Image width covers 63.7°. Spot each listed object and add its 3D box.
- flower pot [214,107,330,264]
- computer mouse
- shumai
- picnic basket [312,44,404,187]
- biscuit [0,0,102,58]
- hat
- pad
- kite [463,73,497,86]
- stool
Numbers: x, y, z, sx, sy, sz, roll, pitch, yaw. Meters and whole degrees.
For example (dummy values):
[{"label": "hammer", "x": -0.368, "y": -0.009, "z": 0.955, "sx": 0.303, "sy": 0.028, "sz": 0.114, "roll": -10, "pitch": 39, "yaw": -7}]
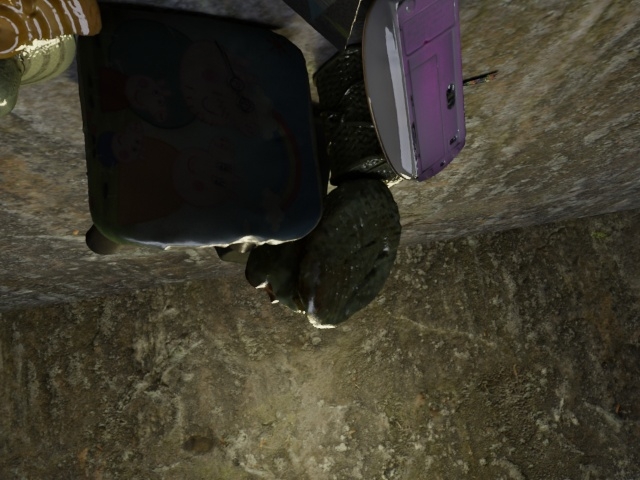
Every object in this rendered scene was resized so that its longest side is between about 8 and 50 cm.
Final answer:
[{"label": "flower pot", "x": -0.126, "y": -0.090, "z": 1.075, "sx": 0.379, "sy": 0.251, "sz": 0.379, "roll": -8, "pitch": 169, "yaw": -2}, {"label": "computer mouse", "x": 0.138, "y": -0.227, "z": 0.723, "sx": 0.158, "sy": 0.072, "sz": 0.310, "roll": -38, "pitch": 136, "yaw": -20}, {"label": "shumai", "x": 0.000, "y": 0.000, "z": 0.897, "sx": 0.203, "sy": 0.272, "sz": 0.222, "roll": 30, "pitch": 164, "yaw": 43}, {"label": "picnic basket", "x": 0.077, "y": -0.199, "z": 0.864, "sx": 0.154, "sy": 0.196, "sz": 0.134, "roll": -2, "pitch": 168, "yaw": -36}, {"label": "biscuit", "x": -0.349, "y": -0.254, "z": 0.524, "sx": 0.224, "sy": 0.033, "sz": 0.144, "roll": -16, "pitch": 145, "yaw": -19}, {"label": "hat", "x": -0.433, "y": -0.206, "z": 0.631, "sx": 0.252, "sy": 0.110, "sz": 0.252, "roll": -10, "pitch": 168, "yaw": -2}, {"label": "pad", "x": -0.008, "y": -0.299, "z": 0.533, "sx": 0.003, "sy": 0.143, "sz": 0.211, "roll": -46, "pitch": 176, "yaw": -16}, {"label": "kite", "x": 0.217, "y": -0.289, "z": 0.998, "sx": 0.244, "sy": 0.006, "sz": 0.198, "roll": -13, "pitch": 167, "yaw": 16}, {"label": "stool", "x": -0.181, "y": -0.129, "z": 0.745, "sx": 0.310, "sy": 0.311, "sz": 0.226, "roll": -2, "pitch": 172, "yaw": -27}]
